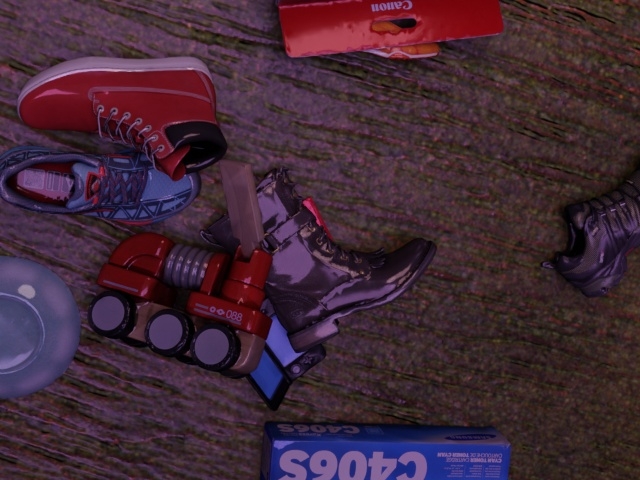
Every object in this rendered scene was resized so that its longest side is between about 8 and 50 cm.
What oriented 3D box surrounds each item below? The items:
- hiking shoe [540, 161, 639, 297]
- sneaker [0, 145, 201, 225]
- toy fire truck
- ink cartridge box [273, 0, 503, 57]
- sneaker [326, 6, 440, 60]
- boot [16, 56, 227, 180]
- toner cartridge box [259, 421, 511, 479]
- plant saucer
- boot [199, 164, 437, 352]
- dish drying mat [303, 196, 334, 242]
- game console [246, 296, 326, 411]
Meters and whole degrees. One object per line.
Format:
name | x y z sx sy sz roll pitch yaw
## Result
hiking shoe | 0.411 -0.034 1.306 0.114 0.086 0.227 29 93 -17
sneaker | -0.278 -0.062 1.145 0.261 0.125 0.104 -1 100 -11
toy fire truck | -0.158 0.027 1.152 0.217 0.158 0.247 16 79 15
ink cartridge box | 0.090 -0.387 1.137 0.309 0.130 0.272 -9 88 -10
sneaker | 0.077 -0.275 1.213 0.175 0.064 0.068 9 101 -12
boot | -0.242 -0.137 1.112 0.244 0.176 0.088 -8 141 -10
toner cartridge box | 0.089 0.351 1.310 0.347 0.075 0.165 3 99 -12
plant saucer | -0.412 0.118 1.194 0.194 0.037 0.195 -2 98 -11
boot | 0.000 0.000 1.224 0.263 0.091 0.229 -32 94 -7
dish drying mat | -0.008 -0.017 1.266 0.032 0.008 0.083 -28 103 -5
game console | -0.059 0.148 1.250 0.107 0.071 0.122 -35 104 -4
